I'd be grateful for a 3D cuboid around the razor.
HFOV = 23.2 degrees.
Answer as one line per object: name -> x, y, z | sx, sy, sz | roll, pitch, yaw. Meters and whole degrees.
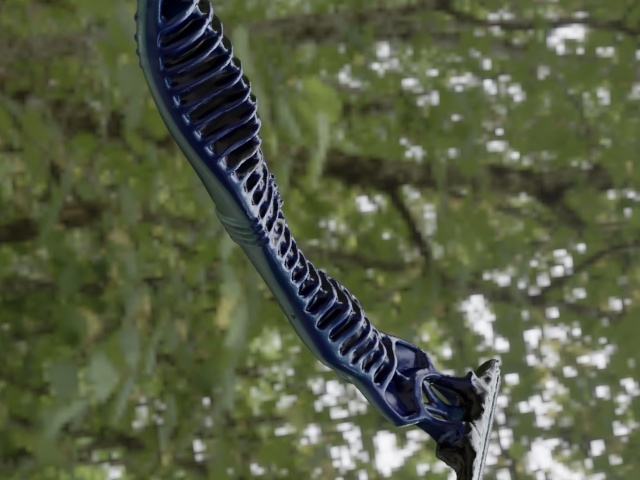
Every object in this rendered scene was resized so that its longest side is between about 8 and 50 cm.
razor -> -0.004, 0.001, 0.351 | 0.028, 0.154, 0.044 | -15, -142, 29
